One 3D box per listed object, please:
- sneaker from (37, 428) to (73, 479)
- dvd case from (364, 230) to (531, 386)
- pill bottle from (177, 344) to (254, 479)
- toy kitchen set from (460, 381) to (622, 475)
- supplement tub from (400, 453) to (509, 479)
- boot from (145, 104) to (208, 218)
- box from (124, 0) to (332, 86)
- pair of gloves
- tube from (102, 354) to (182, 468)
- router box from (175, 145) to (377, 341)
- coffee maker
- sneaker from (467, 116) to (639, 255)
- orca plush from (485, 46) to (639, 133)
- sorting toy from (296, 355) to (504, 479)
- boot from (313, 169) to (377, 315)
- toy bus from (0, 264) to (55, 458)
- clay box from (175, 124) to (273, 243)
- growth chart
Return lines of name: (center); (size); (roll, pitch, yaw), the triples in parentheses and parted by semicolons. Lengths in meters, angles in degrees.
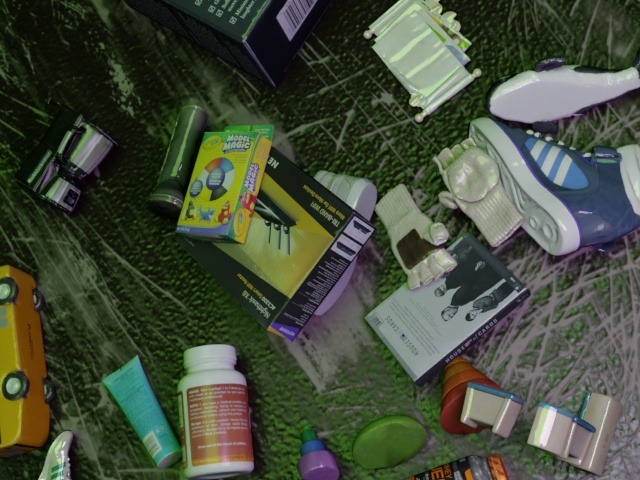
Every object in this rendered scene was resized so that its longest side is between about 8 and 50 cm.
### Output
sneaker: (-0.462, 0.422, 1.851); (0.075, 0.057, 0.161); (21, 79, 2)
dvd case: (0.208, 0.111, 1.736); (0.238, 0.029, 0.179); (-40, 43, 1)
pill bottle: (-0.181, 0.294, 1.773); (0.121, 0.121, 0.216); (-10, 72, 11)
toy kitchen set: (0.346, 0.269, 1.622); (0.166, 0.207, 0.122); (12, 76, 40)
supplement tub: (0.209, 0.413, 1.640); (0.190, 0.117, 0.117); (-22, 70, 7)
boot: (-0.254, -0.148, 1.904); (0.076, 0.189, 0.209); (28, 80, -20)
box: (-0.187, -0.530, 1.966); (0.395, 0.212, 0.294); (32, 84, 20)
pair of gloves: (0.209, -0.049, 1.762); (0.240, 0.042, 0.204); (-36, 59, 24)
tube: (-0.314, 0.307, 1.845); (0.080, 0.052, 0.207); (-34, 64, -2)
router box: (-0.085, -0.012, 1.793); (0.309, 0.081, 0.243); (39, 95, 40)
coffee maker: (-0.503, -0.160, 2.004); (0.171, 0.120, 0.178); (28, 81, 43)
sneaker: (0.421, -0.120, 1.756); (0.236, 0.130, 0.323); (-21, 49, -16)
orca plush: (0.423, -0.286, 1.799); (0.287, 0.151, 0.102); (-22, 39, 11)
sorting toy: (0.122, 0.285, 1.721); (0.365, 0.127, 0.126); (-24, 46, 5)
boot: (0.000, 0.000, 1.840); (0.123, 0.095, 0.258); (17, 76, 32)
toy bus: (-0.578, 0.221, 1.904); (0.130, 0.108, 0.333); (-16, 71, 11)
clay box: (-0.165, -0.107, 1.803); (0.127, 0.053, 0.222); (3, 73, 37)
growth chart: (0.191, -0.354, 1.918); (0.172, 0.021, 0.237); (-32, 69, 3)
